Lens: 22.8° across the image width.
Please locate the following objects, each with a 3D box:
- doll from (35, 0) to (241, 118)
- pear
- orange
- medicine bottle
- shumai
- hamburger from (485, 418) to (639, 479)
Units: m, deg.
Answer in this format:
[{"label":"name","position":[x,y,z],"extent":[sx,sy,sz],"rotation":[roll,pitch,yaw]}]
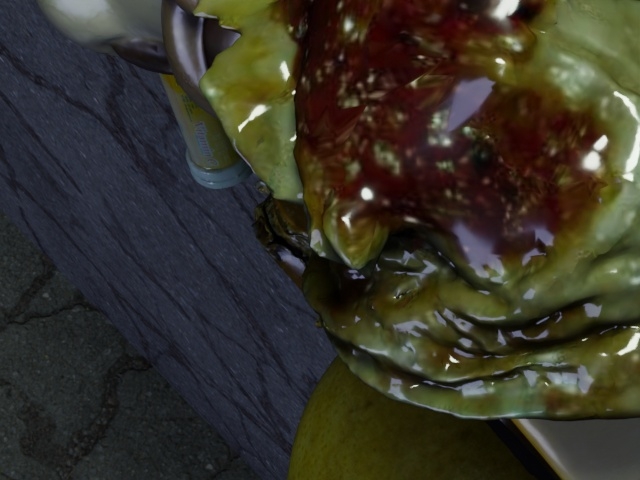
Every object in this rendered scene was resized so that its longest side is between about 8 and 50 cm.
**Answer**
[{"label":"doll","position":[-0.055,-0.192,1.039],"extent":[0.370,0.226,0.215],"rotation":[39,123,47]},{"label":"pear","position":[0.109,0.215,1.362],"extent":[0.304,0.304,0.304],"rotation":[45,163,18]},{"label":"orange","position":[0.000,0.000,1.491],"extent":[0.160,0.112,0.170],"rotation":[57,-170,-61]},{"label":"medicine bottle","position":[-0.119,-0.148,1.556],"extent":[0.074,0.074,0.218],"rotation":[38,158,36]},{"label":"shumai","position":[0.110,-0.091,0.759],"extent":[0.330,0.292,0.288],"rotation":[3,119,28]},{"label":"hamburger","position":[0.186,0.071,1.025],"extent":[0.276,0.179,0.294],"rotation":[49,175,-25]}]
